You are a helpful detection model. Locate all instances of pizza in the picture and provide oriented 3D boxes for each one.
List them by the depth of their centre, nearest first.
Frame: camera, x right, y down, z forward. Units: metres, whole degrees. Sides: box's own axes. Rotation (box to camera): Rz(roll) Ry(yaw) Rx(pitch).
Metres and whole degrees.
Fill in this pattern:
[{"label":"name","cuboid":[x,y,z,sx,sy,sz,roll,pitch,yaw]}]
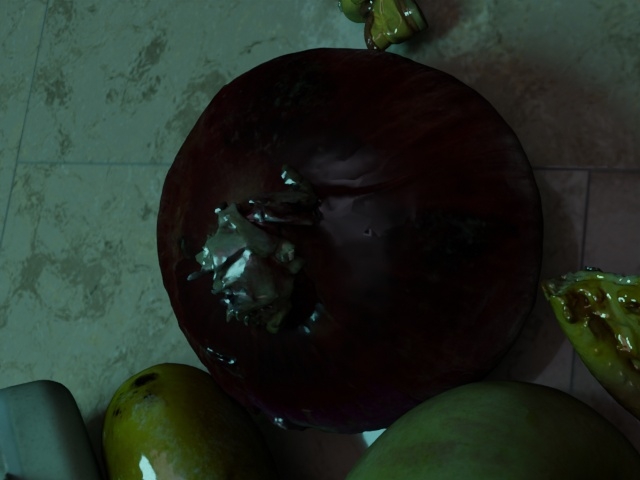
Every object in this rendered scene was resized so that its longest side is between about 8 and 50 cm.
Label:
[{"label":"pizza","cuboid":[0.286,0.106,0.581,0.271,0.134,0.056,44,56,3]}]

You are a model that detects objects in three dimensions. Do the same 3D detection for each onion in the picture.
[{"label":"onion","cuboid":[0.000,0.000,0.654,0.348,0.285,0.347,2,95,24]}]

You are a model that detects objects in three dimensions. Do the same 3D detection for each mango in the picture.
[{"label":"mango","cuboid":[-0.095,0.260,0.708,0.146,0.193,0.316,-23,80,-9]}]

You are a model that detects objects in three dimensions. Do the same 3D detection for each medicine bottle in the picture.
[{"label":"medicine bottle","cuboid":[-0.236,0.326,0.727,0.123,0.282,0.375,-15,72,-23]}]

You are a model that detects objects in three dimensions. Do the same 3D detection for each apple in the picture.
[{"label":"apple","cuboid":[0.123,0.239,0.572,0.234,0.257,0.256,-41,61,45]}]

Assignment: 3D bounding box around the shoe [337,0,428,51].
[{"label":"shoe","cuboid":[0.060,-0.236,0.797,0.069,0.072,0.109,-36,66,10]}]
